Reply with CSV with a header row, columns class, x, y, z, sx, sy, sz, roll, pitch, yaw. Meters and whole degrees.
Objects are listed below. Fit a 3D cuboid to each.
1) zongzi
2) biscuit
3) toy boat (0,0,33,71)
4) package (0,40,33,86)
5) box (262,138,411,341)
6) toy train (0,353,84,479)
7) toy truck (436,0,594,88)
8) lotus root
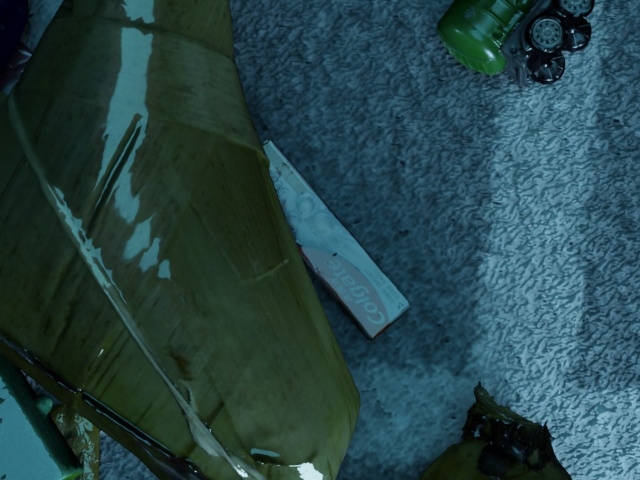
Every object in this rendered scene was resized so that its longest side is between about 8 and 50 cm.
class,x,y,z,sx,sy,sz,roll,pitch,yaw
zongzi,-0.047,-0.011,0.897,0.500,0.218,0.467,39,114,2
biscuit,-0.251,0.231,1.072,0.071,0.018,0.147,0,83,5
toy boat,-0.403,-0.264,1.095,0.219,0.072,0.318,-31,67,-1
package,-0.322,-0.197,1.110,0.059,0.029,0.083,-29,79,4
box,0.000,0.000,1.081,0.055,0.039,0.218,-39,85,-4
toy train,-0.353,0.152,1.021,0.178,0.138,0.330,-35,83,-5
toy truck,0.228,-0.259,1.076,0.125,0.101,0.242,40,89,16
lotus root,0.148,0.293,0.990,0.169,0.141,0.314,14,91,-40
